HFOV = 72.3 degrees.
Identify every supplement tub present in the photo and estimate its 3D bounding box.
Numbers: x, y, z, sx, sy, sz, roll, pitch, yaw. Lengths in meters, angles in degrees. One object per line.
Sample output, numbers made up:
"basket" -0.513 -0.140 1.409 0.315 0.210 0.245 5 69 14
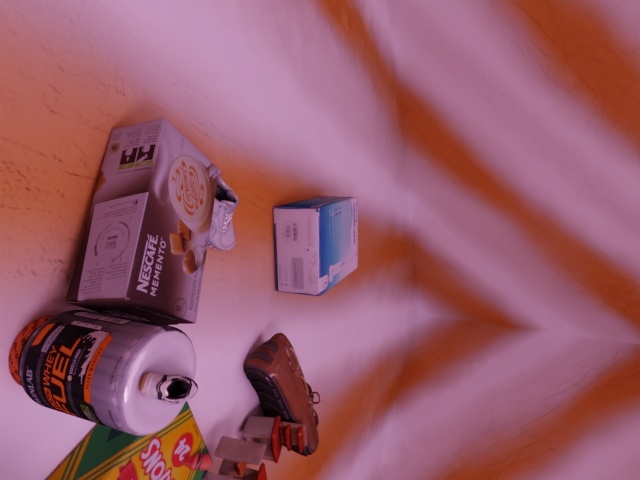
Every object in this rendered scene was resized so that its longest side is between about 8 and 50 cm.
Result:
"supplement tub" -0.252 0.144 0.505 0.117 0.191 0.116 4 90 -68

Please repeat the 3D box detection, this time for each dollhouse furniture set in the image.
"dollhouse furniture set" -0.122 0.496 0.897 0.259 0.135 0.262 -69 161 -57

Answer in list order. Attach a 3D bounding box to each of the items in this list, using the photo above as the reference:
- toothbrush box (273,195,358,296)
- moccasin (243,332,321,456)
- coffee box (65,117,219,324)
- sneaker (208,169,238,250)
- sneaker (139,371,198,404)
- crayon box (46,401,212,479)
"toothbrush box" 0.000 0.000 1.166 0.295 0.126 0.216 -26 117 -63
"moccasin" -0.074 0.387 1.077 0.147 0.139 0.380 -48 128 -43
"coffee box" -0.230 -0.019 0.602 0.141 0.098 0.246 47 42 -59
"sneaker" -0.180 -0.051 0.783 0.190 0.083 0.071 74 29 -43
"sneaker" -0.149 0.158 0.458 0.083 0.037 0.031 46 50 -63
"crayon box" -0.290 0.378 0.606 0.318 0.081 0.202 -54 143 -50
